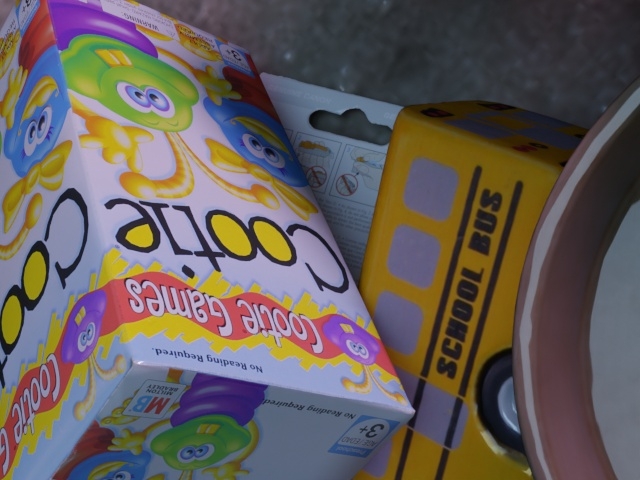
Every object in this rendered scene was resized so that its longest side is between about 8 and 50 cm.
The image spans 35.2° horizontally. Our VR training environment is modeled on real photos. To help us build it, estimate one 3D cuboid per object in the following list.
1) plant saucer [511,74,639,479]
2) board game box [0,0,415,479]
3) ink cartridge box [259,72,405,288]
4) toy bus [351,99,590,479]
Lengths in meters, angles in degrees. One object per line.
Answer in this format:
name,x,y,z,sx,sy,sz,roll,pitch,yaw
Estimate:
plant saucer,0.208,0.043,0.350,0.277,0.041,0.278,1,92,21
board game box,-0.091,0.011,0.508,0.142,0.144,0.275,-51,42,28
ink cartridge box,0.000,0.000,0.618,0.145,0.045,0.179,16,80,19
toy bus,0.075,0.107,0.512,0.130,0.108,0.333,24,113,31
